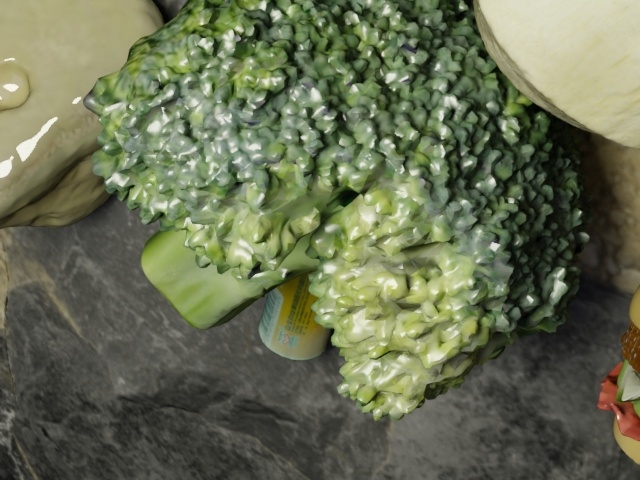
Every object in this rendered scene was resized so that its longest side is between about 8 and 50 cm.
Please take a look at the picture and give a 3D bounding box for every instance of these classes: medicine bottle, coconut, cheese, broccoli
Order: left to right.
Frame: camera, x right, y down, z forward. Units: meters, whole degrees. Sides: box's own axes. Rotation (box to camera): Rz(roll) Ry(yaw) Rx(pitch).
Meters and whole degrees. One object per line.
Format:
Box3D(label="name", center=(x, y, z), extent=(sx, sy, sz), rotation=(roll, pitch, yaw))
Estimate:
Box3D(label="cheese", center=(-0.225, -0.119, 1.246), extent=(0.248, 0.251, 0.174), rotation=(-41, 75, 8))
Box3D(label="medicine bottle", center=(0.000, 0.000, 1.201), extent=(0.074, 0.074, 0.218), rotation=(31, 133, 16))
Box3D(label="broccoli", center=(0.018, -0.013, 0.959), extent=(0.302, 0.375, 0.249), rotation=(-54, 51, 21))
Box3D(label="coconut", center=(0.201, -0.167, 0.863), extent=(0.202, 0.202, 0.222), rotation=(50, 135, -1))

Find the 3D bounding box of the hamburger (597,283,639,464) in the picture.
Box3D(label="hamburger", center=(0.271, 0.077, 0.997), extent=(0.175, 0.175, 0.137), rotation=(13, 110, 30))
